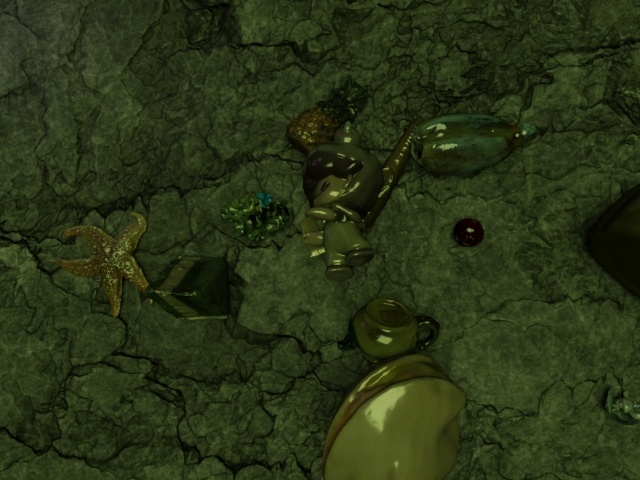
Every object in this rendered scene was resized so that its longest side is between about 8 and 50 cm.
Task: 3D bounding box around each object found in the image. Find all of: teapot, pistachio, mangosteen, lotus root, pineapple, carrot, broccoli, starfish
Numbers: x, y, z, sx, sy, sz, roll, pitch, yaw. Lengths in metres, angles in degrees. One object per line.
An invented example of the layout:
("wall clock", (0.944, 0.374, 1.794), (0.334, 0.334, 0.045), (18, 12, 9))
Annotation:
("teapot", (0.177, 0.256, 1.438), (0.269, 0.173, 0.183), (1, 121, -11))
("pistachio", (0.183, 0.485, 1.358), (0.365, 0.281, 0.446), (14, 109, -29))
("mangosteen", (0.392, -0.023, 1.460), (0.080, 0.081, 0.081), (0, 89, 5))
("lotus root", (0.397, -0.253, 1.437), (0.322, 0.140, 0.158), (-5, 64, -5))
("pineapple", (0.023, -0.337, 1.477), (0.128, 0.128, 0.248), (44, 85, 4))
("carrot", (0.190, -0.189, 1.482), (0.070, 0.070, 0.342), (30, 90, 5))
("broccoli", (-0.174, -0.063, 1.462), (0.167, 0.160, 0.154), (36, 91, -14))
("starfish", (-0.591, 0.070, 1.541), (0.299, 0.060, 0.302), (-29, 87, 1))

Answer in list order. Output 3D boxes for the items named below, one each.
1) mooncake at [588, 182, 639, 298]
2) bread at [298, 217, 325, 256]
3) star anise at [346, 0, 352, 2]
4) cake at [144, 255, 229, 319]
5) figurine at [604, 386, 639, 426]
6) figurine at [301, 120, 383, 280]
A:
("mooncake", (0.841, 0.023, 1.279), (0.378, 0.378, 0.201), (42, 86, 4))
("bread", (-0.009, -0.018, 1.453), (0.077, 0.152, 0.105), (-26, 91, 3))
("star anise", (0.107, -0.779, 1.486), (0.235, 0.109, 0.223), (-8, 84, 6))
("cake", (-0.339, 0.097, 1.420), (0.157, 0.283, 0.172), (-3, 72, 4))
("figurine", (0.781, 0.427, 1.416), (0.086, 0.094, 0.082), (12, 131, 31))
("figurine", (0.056, -0.091, 1.341), (0.203, 0.248, 0.381), (6, 53, -10))
